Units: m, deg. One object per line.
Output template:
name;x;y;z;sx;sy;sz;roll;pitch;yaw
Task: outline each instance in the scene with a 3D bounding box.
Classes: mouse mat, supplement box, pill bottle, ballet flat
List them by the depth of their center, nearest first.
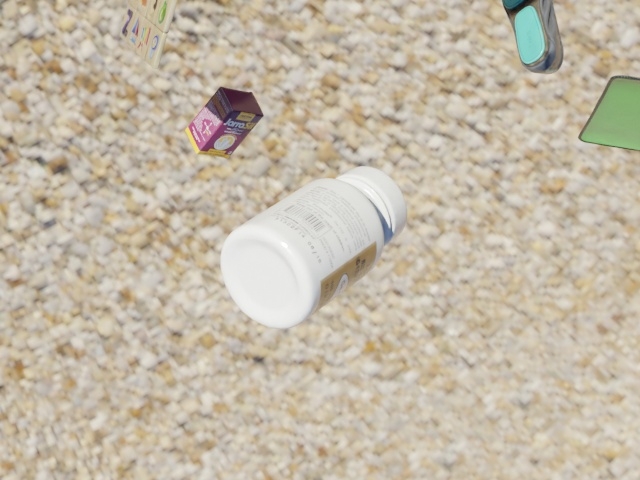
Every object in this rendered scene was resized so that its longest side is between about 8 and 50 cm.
mouse mat;0.390;-0.140;1.603;0.153;0.189;0.007;9;72;0
pill bottle;0.000;0.000;1.639;0.229;0.131;0.131;-35;134;-46
supplement box;-0.119;-0.145;1.715;0.055;0.043;0.083;6;137;-44
ballet flat;0.282;-0.304;1.833;0.074;0.203;0.074;-6;154;-3

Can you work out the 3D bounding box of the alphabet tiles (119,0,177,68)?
alphabet tiles;-0.184;-0.310;1.526;0.009;0.237;0.198;11;106;-25
